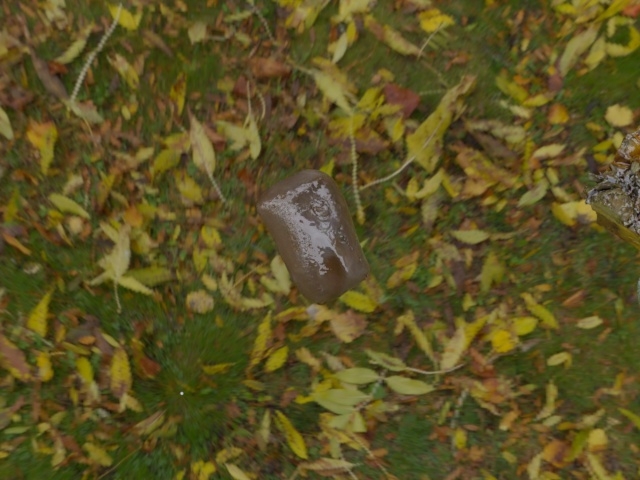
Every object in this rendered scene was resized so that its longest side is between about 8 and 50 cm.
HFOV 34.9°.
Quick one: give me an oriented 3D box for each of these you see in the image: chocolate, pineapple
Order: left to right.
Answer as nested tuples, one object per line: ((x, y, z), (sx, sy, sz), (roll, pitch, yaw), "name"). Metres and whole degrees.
((0.000, 0.000, 0.739), (0.065, 0.031, 0.100), (-29, 108, -18), "chocolate")
((0.222, -0.031, 0.745), (0.114, 0.077, 0.114), (5, 78, -49), "pineapple")

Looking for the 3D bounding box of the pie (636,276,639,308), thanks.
((0.318, 0.040, 0.909), (0.085, 0.020, 0.084), (-6, 105, -24), "pie")
